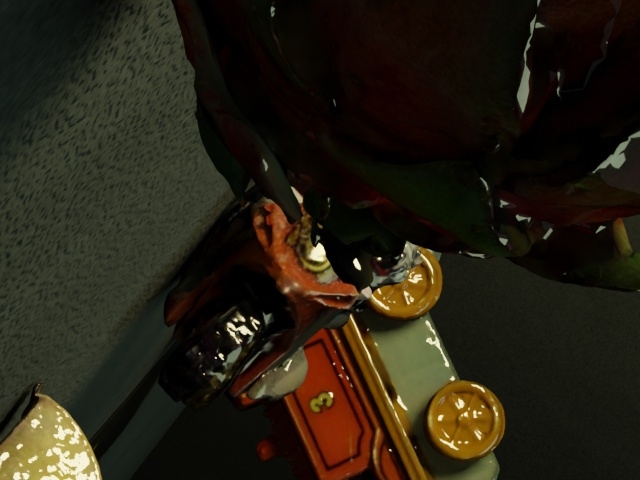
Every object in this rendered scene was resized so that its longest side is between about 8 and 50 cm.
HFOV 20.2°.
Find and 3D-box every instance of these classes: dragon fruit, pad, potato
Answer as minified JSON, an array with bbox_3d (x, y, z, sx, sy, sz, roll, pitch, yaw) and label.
[{"bbox_3d":[0.053,-0.074,0.468,0.188,0.182,0.182,-4,-153,30],"label":"dragon fruit"},{"bbox_3d":[-0.251,0.285,1.804,0.375,0.063,0.315,-50,178,-40],"label":"pad"},{"bbox_3d":[-0.192,0.197,0.925,0.138,0.098,0.243,-51,178,43],"label":"potato"}]

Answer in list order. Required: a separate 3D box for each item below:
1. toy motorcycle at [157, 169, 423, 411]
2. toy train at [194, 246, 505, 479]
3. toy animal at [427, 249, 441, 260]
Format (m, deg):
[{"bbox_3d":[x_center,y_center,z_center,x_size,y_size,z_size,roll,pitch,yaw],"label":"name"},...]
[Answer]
[{"bbox_3d":[0.000,0.000,1.321,0.207,0.134,0.401,-46,179,15],"label":"toy motorcycle"},{"bbox_3d":[0.025,0.125,1.711,0.231,0.369,0.163,-24,174,-4],"label":"toy train"},{"bbox_3d":[0.098,-0.069,1.870,0.289,0.174,0.249,-53,-170,18],"label":"toy animal"}]
